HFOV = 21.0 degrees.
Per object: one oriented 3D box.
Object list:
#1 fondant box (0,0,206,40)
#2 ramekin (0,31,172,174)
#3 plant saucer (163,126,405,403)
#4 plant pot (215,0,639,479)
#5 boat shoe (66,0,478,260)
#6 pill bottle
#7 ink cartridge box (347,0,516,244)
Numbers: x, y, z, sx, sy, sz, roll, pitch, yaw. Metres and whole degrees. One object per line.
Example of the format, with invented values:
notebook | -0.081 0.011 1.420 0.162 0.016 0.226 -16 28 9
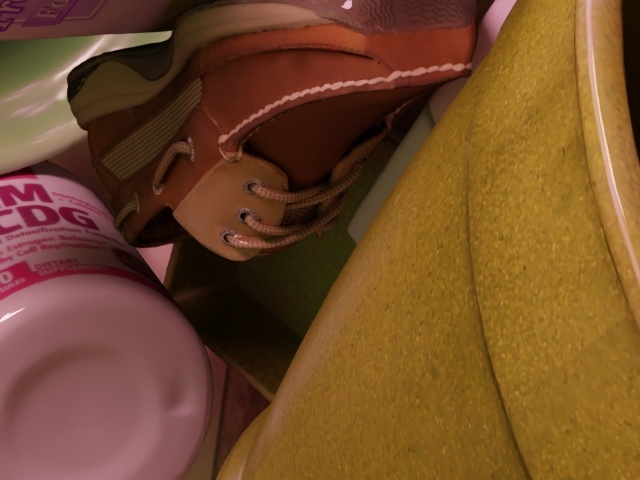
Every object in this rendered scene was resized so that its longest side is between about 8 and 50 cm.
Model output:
fondant box | -0.062 -0.195 0.790 0.238 0.330 0.096 -42 65 43
ramekin | -0.216 -0.200 0.992 0.148 0.303 0.303 44 126 43
plant saucer | 0.000 0.000 0.965 0.188 0.045 0.188 38 122 38
plant pot | 0.133 0.088 0.610 0.353 0.366 0.366 -42 66 47
boat shoe | -0.024 -0.053 0.848 0.324 0.122 0.120 -9 91 64
pill bottle | -0.182 0.043 1.045 0.283 0.160 0.160 -135 51 -57
ink cartridge box | 0.140 0.004 0.770 0.232 0.066 0.189 49 127 22
